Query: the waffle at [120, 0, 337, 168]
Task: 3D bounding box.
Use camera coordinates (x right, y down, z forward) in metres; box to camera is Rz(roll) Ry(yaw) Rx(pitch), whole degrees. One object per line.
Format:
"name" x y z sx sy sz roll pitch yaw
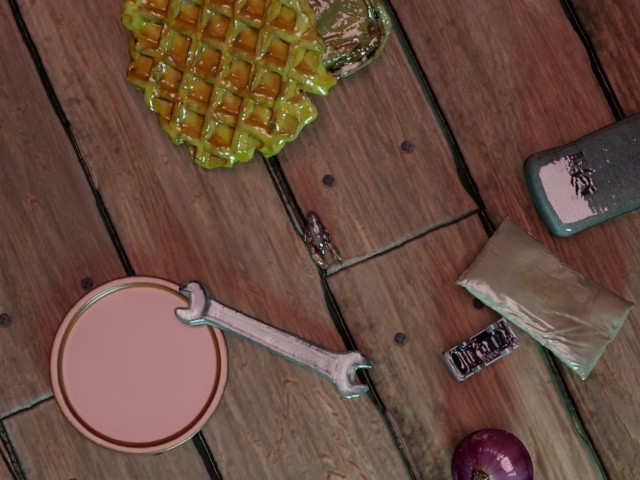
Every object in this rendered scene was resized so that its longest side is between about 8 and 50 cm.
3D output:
"waffle" -0.137 -0.262 1.560 0.302 0.068 0.325 -23 95 28

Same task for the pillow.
"pillow" 0.317 0.077 1.607 0.229 0.050 0.148 36 57 5

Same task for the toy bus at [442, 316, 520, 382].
"toy bus" 0.222 0.155 1.598 0.102 0.058 0.052 -30 81 -11

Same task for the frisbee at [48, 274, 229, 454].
"frisbee" -0.253 0.173 1.592 0.250 0.021 0.251 0 83 -2

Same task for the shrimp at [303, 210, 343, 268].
"shrimp" -0.002 0.004 1.621 0.038 0.029 0.092 -30 89 -7

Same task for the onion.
"onion" 0.238 0.312 1.567 0.115 0.104 0.115 13 116 27

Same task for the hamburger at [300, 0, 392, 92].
"hamburger" -0.011 -0.327 1.626 0.183 0.130 0.206 -30 100 2

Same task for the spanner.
"spanner" -0.065 0.140 1.597 0.302 0.017 0.071 23 83 -5

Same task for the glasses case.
"glasses case" 0.457 -0.116 1.636 0.323 0.074 0.131 -22 83 -5
